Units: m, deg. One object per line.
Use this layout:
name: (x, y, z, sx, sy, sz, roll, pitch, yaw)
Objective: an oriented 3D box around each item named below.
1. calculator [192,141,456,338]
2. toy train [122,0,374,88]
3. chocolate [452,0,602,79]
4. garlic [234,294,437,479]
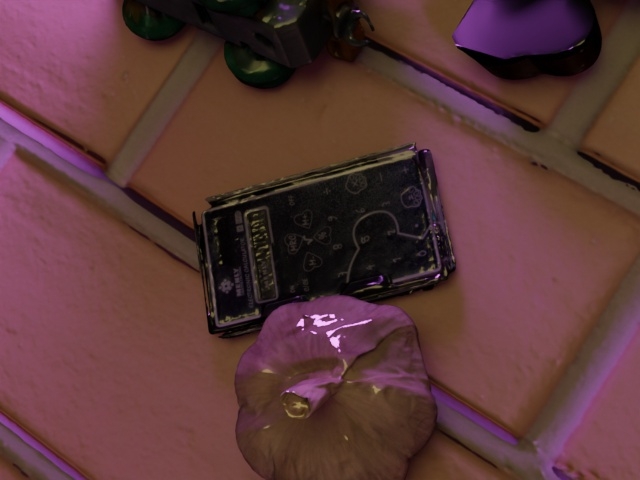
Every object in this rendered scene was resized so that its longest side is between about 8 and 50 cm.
calculator: (0.000, 0.000, 1.491, 0.274, 0.028, 0.166, -15, 69, 12)
toy train: (-0.100, -0.336, 1.558, 0.429, 0.178, 0.249, 26, 72, 23)
chocolate: (0.221, -0.220, 1.468, 0.148, 0.080, 0.125, -6, 60, 23)
garlic: (0.005, 0.145, 1.347, 0.218, 0.212, 0.219, -3, 78, 14)
